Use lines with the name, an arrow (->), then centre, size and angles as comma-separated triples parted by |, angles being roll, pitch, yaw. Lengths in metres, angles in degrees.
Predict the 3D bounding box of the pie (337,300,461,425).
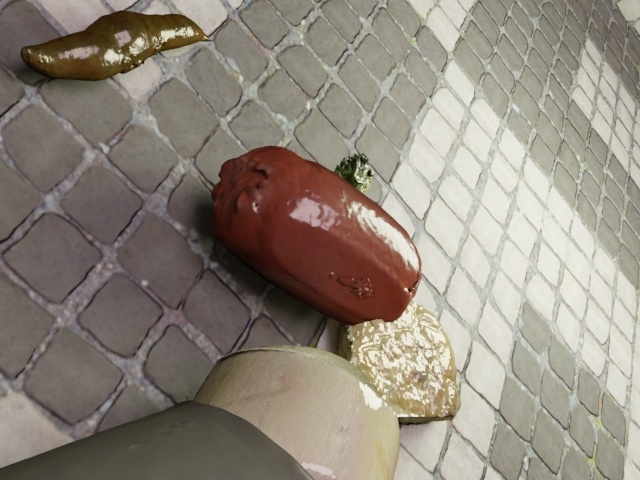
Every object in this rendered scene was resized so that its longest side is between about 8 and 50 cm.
pie -> 0.103, 0.151, 0.955 | 0.218, 0.052, 0.185 | 11, 64, -39

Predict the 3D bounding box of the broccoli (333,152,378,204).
broccoli -> 0.043, -0.066, 0.979 | 0.097, 0.092, 0.095 | -27, 76, -31

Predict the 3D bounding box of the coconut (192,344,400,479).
coconut -> -0.042, 0.217, 0.666 | 0.224, 0.224, 0.234 | 41, 48, -23

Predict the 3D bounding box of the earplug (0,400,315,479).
earplug -> -0.190, 0.284, 0.400 | 0.394, 0.313, 0.312 | -7, 75, -45

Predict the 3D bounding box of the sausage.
sausage -> 0.000, 0.000, 0.855 | 0.280, 0.152, 0.152 | 34, 49, -28

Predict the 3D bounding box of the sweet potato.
sweet potato -> -0.214, -0.219, 0.819 | 0.274, 0.067, 0.067 | -33, 95, -50
